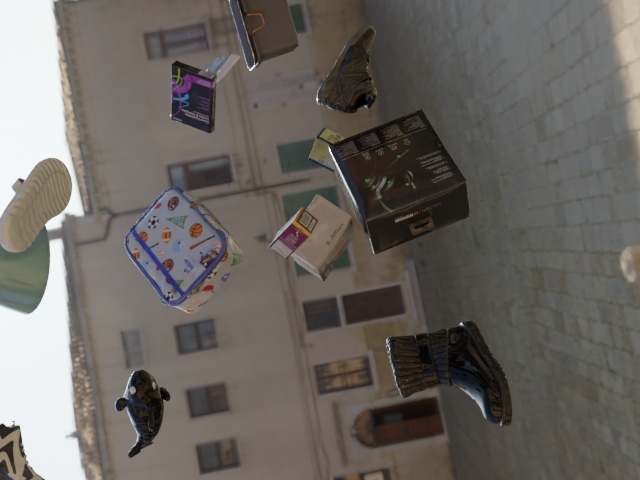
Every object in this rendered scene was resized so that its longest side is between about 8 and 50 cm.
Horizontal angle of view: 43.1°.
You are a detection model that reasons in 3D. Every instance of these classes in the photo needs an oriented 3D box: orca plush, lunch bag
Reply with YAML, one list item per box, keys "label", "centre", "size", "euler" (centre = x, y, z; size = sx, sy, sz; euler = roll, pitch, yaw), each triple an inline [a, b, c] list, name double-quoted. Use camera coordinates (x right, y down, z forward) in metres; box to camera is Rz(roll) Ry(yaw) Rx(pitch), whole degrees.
- label: "orca plush"
  centre: [-0.500, 0.504, 2.269]
  size: [0.287, 0.151, 0.102]
  euler: [-70, 27, 24]
- label: "lunch bag"
  centre: [-0.351, 0.029, 2.045]
  size: [0.303, 0.243, 0.115]
  euler: [47, -175, 33]

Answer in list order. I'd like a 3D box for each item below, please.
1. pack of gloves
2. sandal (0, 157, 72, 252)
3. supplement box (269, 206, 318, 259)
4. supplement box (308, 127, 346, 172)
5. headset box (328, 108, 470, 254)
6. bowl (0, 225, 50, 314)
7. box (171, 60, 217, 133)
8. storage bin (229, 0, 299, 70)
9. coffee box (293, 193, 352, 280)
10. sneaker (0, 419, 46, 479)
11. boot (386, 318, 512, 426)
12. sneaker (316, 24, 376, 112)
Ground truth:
- label: "pack of gloves"
  centre: [-0.302, -0.405, 2.198]
  size: [0.046, 0.232, 0.195]
  euler: [39, 178, -28]
- label: "sandal"
  centre: [-0.825, -0.115, 2.291]
  size: [0.416, 0.102, 0.169]
  euler: [-76, -20, -60]
- label: "supplement box"
  centre: [-0.050, -0.013, 1.509]
  size: [0.043, 0.083, 0.055]
  euler: [40, -145, -9]
- label: "supplement box"
  centre: [0.024, -0.248, 2.219]
  size: [0.056, 0.083, 0.083]
  euler: [-56, -9, -52]
- label: "headset box"
  centre: [0.184, -0.133, 1.879]
  size: [0.131, 0.246, 0.283]
  euler: [71, 175, -51]
- label: "bowl"
  centre: [-0.949, 0.068, 2.427]
  size: [0.311, 0.163, 0.312]
  euler: [-6, 82, 48]
- label: "box"
  centre: [-0.314, -0.351, 1.998]
  size: [0.029, 0.116, 0.162]
  euler: [-56, -19, -44]
- label: "storage bin"
  centre: [-0.096, -0.380, 1.418]
  size: [0.098, 0.091, 0.135]
  euler: [-172, 64, -77]
- label: "coffee box"
  centre: [0.000, 0.000, 1.862]
  size: [0.098, 0.141, 0.246]
  euler: [34, 173, 8]
- label: "sneaker"
  centre: [-0.740, 0.519, 1.968]
  size: [0.235, 0.094, 0.153]
  euler: [38, -146, -30]
- label: "boot"
  centre: [0.331, 0.368, 2.124]
  size: [0.348, 0.260, 0.131]
  euler: [-111, 10, -50]
- label: "sneaker"
  centre: [0.097, -0.394, 1.908]
  size: [0.227, 0.130, 0.087]
  euler: [-61, -12, -14]
